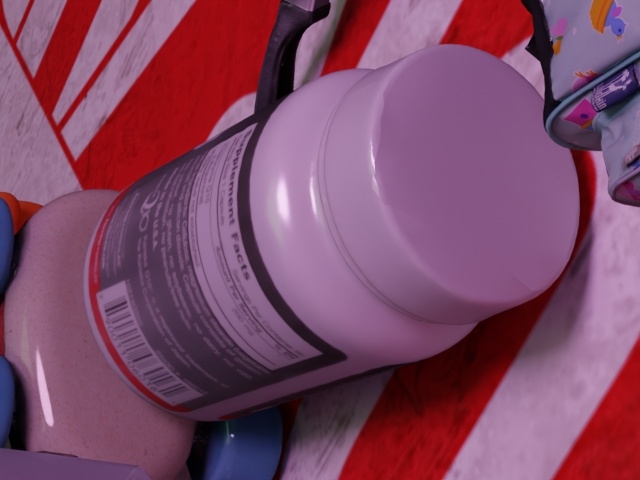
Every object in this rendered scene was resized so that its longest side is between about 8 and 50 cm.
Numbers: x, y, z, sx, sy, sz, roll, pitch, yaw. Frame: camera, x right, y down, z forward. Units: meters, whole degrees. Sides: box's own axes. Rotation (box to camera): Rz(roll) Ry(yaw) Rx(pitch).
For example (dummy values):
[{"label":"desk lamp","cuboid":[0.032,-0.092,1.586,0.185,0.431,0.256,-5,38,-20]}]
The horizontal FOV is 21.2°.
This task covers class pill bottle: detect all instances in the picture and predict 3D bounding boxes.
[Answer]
[{"label":"pill bottle","cuboid":[0.000,0.000,0.946,0.283,0.161,0.161,-23,60,52]}]

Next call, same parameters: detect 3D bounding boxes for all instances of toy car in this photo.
[{"label":"toy car","cuboid":[-0.176,0.100,1.140,0.238,0.219,0.210,-41,47,51]}]

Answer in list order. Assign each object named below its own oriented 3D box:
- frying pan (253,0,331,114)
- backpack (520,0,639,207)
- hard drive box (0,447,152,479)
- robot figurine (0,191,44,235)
[{"label":"frying pan","cuboid":[-0.020,-0.187,1.048,0.053,0.197,0.326,18,97,25]},{"label":"backpack","cuboid":[0.191,-0.092,0.676,0.188,0.166,0.144,-45,46,46]},{"label":"hard drive box","cuboid":[-0.176,0.209,0.744,0.089,0.181,0.232,36,108,55]},{"label":"robot figurine","cuboid":[-0.230,0.052,1.314,0.158,0.128,0.219,-64,35,20]}]
